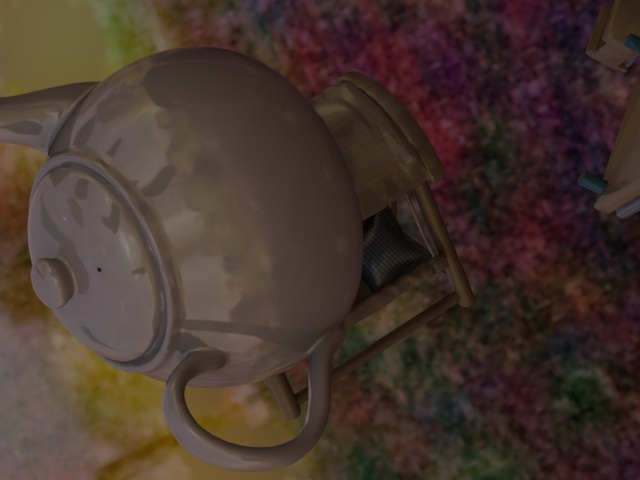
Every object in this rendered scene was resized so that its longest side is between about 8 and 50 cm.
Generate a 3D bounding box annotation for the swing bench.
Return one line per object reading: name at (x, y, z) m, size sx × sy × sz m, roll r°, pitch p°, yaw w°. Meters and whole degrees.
swing bench at (0.000, 0.000, 1.571) m, size 0.165 × 0.253 × 0.255 m, roll 38°, pitch 153°, yaw 46°

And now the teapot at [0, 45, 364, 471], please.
teapot at (-0.105, 0.004, 1.003) m, size 0.256 × 0.187 × 0.253 m, roll 9°, pitch 117°, yaw 46°

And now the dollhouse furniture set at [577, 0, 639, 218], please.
dollhouse furniture set at (0.299, -0.101, 0.972) m, size 0.198 × 0.303 × 0.286 m, roll 24°, pitch 160°, yaw -7°
